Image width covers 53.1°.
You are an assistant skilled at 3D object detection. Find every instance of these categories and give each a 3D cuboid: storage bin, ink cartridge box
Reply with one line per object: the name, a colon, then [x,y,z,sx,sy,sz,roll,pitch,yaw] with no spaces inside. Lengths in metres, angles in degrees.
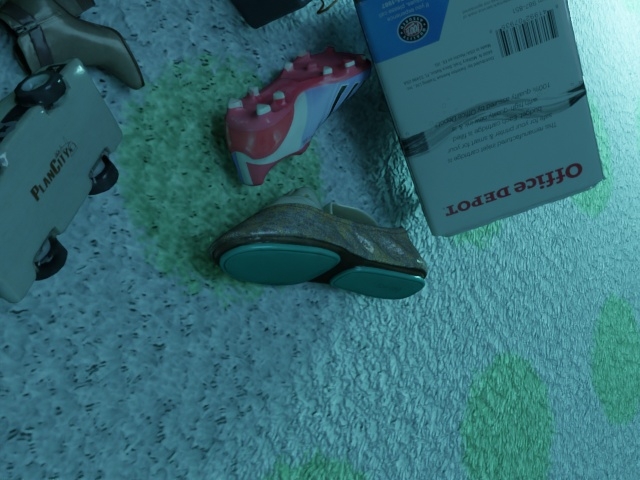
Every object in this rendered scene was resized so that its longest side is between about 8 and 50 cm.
storage bin: [-0.034,-0.285,0.705,0.091,0.135,0.098,-50,119,-23]
ink cartridge box: [0.194,-0.189,0.798,0.129,0.223,0.307,-91,161,-66]

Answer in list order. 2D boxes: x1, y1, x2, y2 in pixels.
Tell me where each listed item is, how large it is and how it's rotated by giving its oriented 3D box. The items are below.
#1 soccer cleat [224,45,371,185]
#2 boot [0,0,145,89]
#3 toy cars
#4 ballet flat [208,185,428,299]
soccer cleat: [-0.021,-0.152,0.739,0.248,0.083,0.095,-44,145,-44]
boot: [-0.222,-0.169,0.568,0.087,0.042,0.118,-45,113,-31]
toy cars: [-0.229,-0.152,0.477,0.176,0.087,0.393,10,79,-72]
ballet flat: [0.000,0.000,0.726,0.316,0.108,0.106,16,53,-47]
